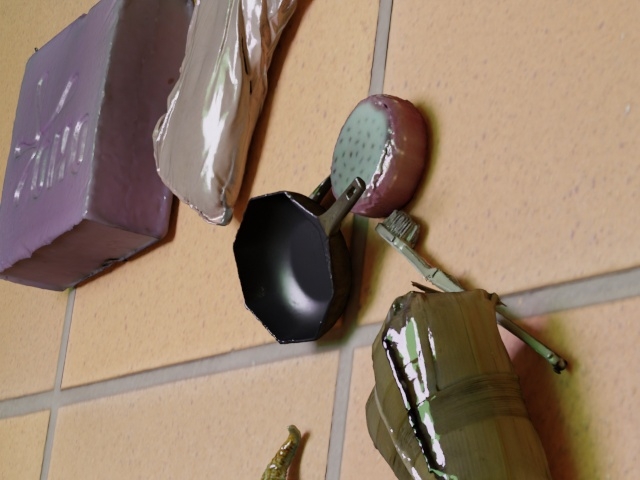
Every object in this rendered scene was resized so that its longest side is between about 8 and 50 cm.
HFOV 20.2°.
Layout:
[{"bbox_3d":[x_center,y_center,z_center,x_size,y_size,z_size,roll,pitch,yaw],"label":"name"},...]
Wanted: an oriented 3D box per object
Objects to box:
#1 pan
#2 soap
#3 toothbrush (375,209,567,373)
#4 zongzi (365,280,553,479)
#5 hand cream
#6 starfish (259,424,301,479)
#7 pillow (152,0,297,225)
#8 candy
[{"bbox_3d":[0.004,0.016,1.487,0.202,0.048,0.128,-8,97,54],"label":"pan"},{"bbox_3d":[-0.251,-0.110,1.998,0.296,0.107,0.285,-25,53,56],"label":"soap"},{"bbox_3d":[0.105,0.037,1.331,0.028,0.026,0.294,-55,30,7],"label":"toothbrush"},{"bbox_3d":[0.085,0.154,1.252,0.197,0.099,0.194,109,153,-48],"label":"zongzi"},{"bbox_3d":[-0.024,-0.011,1.586,0.165,0.037,0.057,-54,-4,37],"label":"hand cream"},{"bbox_3d":[-0.044,0.262,1.496,0.223,0.050,0.217,-164,80,-68],"label":"starfish"},{"bbox_3d":[-0.094,-0.163,1.761,0.173,0.067,0.270,31,106,57],"label":"pillow"},{"bbox_3d":[0.048,-0.068,1.471,0.103,0.043,0.103,-38,43,48],"label":"candy"}]
